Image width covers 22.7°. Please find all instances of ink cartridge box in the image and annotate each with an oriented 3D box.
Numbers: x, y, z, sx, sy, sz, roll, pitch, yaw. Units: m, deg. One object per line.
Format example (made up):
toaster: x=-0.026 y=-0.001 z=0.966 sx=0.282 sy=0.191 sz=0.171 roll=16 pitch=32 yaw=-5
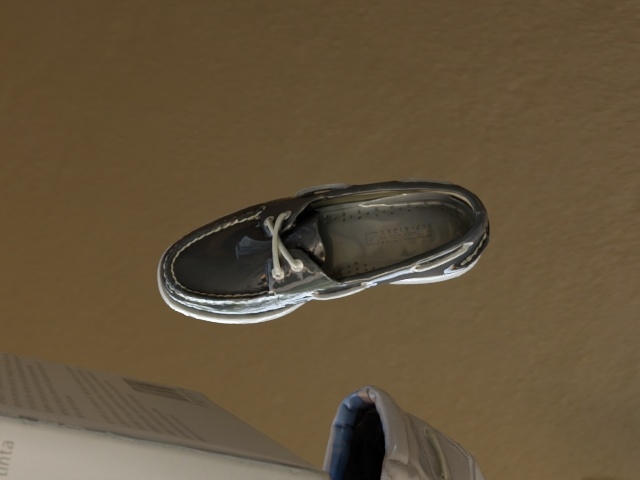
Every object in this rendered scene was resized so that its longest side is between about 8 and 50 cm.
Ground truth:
ink cartridge box: x=-0.140 y=0.068 z=0.566 sx=0.275 sy=0.239 sz=0.060 roll=178 pitch=-76 yaw=-78

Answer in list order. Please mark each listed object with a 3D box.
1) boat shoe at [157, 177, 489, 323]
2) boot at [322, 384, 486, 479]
boat shoe: x=0.000 y=0.000 z=1.424 sx=0.302 sy=0.091 sz=0.114 roll=-14 pitch=-105 yaw=-3
boot: x=0.040 y=0.215 z=0.974 sx=0.095 sy=0.123 sz=0.258 roll=-26 pitch=-139 yaw=28
